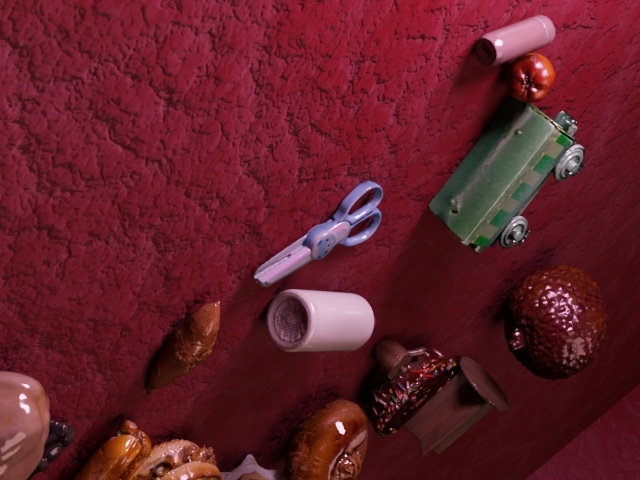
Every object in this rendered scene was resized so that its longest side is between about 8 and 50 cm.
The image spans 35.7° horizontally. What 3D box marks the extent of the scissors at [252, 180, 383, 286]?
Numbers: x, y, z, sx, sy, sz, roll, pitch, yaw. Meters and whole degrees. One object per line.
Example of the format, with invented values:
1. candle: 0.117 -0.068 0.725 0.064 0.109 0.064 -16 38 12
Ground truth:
1. scissors: 0.000 0.000 1.579 0.256 0.030 0.125 -33 147 -25

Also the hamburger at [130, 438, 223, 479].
1. hamburger: -0.257 0.419 1.696 0.191 0.118 0.182 -40 154 -3

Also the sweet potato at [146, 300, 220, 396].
1. sweet potato: -0.206 0.170 1.505 0.068 0.060 0.206 34 114 -27

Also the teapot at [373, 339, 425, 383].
1. teapot: 0.163 0.243 2.047 0.110 0.080 0.085 -21 143 -35

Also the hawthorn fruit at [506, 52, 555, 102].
1. hawthorn fruit: 0.349 -0.272 1.644 0.081 0.081 0.093 -64 175 31

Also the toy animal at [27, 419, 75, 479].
1. toy animal: -0.412 0.315 1.435 0.135 0.047 0.065 -48 160 -7

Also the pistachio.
1. pistachio: -0.436 0.261 1.253 0.238 0.153 0.138 -52 -169 16

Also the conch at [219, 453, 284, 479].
1. conch: -0.142 0.480 1.950 0.137 0.114 0.234 -34 -175 -4

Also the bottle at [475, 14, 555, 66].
1. bottle: 0.305 -0.312 1.548 0.140 0.053 0.053 -26 146 -32

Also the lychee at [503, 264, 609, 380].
1. lychee: 0.545 0.190 2.299 0.261 0.260 0.260 -32 149 -23

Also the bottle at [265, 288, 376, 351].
1. bottle: 0.016 0.139 1.703 0.245 0.104 0.104 9 121 -56

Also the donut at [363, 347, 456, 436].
1. donut: 0.187 0.321 2.152 0.235 0.089 0.235 -37 158 -18

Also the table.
1. table: 0.319 0.417 2.419 0.227 0.167 0.167 -44 152 16

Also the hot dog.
1. hot dog: -0.361 0.388 1.572 0.249 0.068 0.100 -49 164 12

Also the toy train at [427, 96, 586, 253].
1. toy train: 0.339 -0.112 1.781 0.202 0.120 0.301 16 115 -52

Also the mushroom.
1. mushroom: 0.016 0.440 2.005 0.253 0.153 0.253 18 90 -75
